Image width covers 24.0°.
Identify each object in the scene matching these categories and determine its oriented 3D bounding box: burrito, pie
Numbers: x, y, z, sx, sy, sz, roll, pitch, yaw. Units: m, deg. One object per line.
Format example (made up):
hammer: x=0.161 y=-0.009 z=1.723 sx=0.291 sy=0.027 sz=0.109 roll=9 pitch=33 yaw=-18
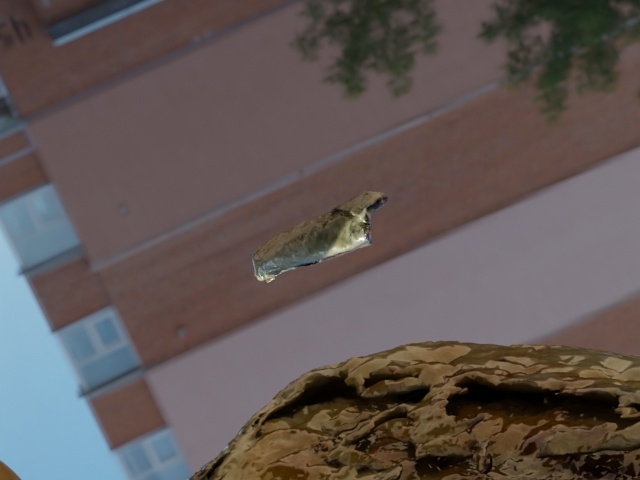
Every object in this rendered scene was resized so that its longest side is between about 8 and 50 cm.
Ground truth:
burrito: x=-0.001 y=-0.001 z=1.350 sx=0.171 sy=0.042 sz=0.051 roll=-18 pitch=-146 yaw=45
pie: x=0.079 y=0.122 z=0.772 sx=0.339 sy=0.077 sz=0.339 roll=-12 pitch=-165 yaw=3

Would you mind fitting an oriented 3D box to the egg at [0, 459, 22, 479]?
egg: x=-0.309 y=0.268 z=1.212 sx=0.201 sy=0.201 sz=0.244 roll=-22 pitch=-137 yaw=8
